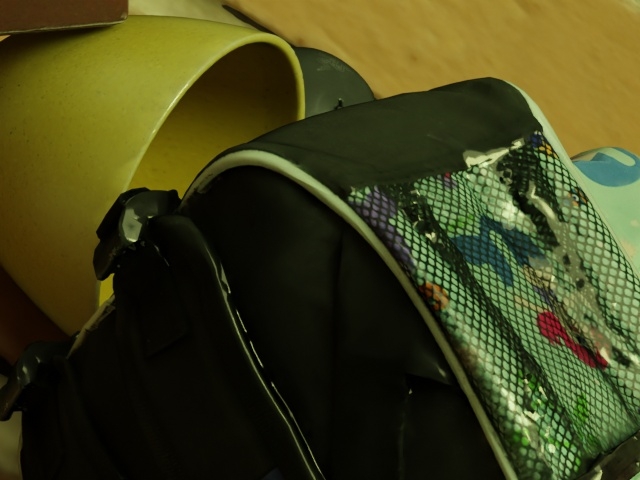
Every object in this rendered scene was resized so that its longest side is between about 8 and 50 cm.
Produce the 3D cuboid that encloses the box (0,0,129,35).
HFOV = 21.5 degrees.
[{"bbox_3d":[-0.182,-0.168,0.567,0.203,0.168,0.167,24,26,39],"label":"box"}]

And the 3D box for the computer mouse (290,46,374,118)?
[{"bbox_3d":[0.000,0.000,0.714,0.071,0.041,0.242,19,45,-25],"label":"computer mouse"}]

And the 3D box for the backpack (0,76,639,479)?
[{"bbox_3d":[0.044,0.105,0.509,0.191,0.225,0.253,-13,66,-38],"label":"backpack"}]

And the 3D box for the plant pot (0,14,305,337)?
[{"bbox_3d":[-0.080,-0.030,0.626,0.095,0.134,0.134,25,35,21],"label":"plant pot"}]
